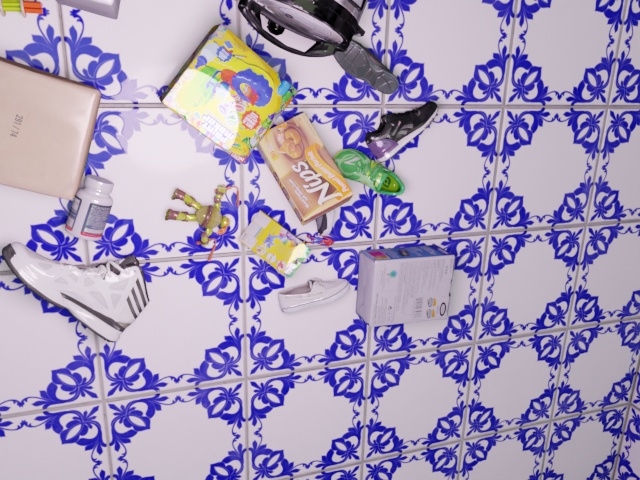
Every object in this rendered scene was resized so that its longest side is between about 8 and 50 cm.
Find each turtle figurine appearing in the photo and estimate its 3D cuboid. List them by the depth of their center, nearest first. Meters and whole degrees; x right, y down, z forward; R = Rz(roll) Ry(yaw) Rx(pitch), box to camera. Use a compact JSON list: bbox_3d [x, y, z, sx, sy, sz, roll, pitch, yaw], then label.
[{"bbox_3d":[-0.385,-0.070,1.759,0.218,0.087,0.269,19,100,-24],"label":"turtle figurine"}]

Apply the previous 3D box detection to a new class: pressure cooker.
[{"bbox_3d":[-0.028,-0.738,1.520,0.370,0.375,0.420,25,99,10],"label":"pressure cooker"}]

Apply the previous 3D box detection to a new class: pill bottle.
[{"bbox_3d":[-0.687,-0.100,1.631,0.108,0.108,0.180,18,100,-24],"label":"pill bottle"}]

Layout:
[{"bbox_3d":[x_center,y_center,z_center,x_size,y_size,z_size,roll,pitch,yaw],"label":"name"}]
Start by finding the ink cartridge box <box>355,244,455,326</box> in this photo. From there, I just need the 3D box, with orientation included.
[{"bbox_3d":[0.347,0.166,2.062,0.396,0.151,0.269,-3,109,-17],"label":"ink cartridge box"}]

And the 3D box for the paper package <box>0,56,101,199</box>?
[{"bbox_3d":[-0.794,-0.310,1.492,0.310,0.168,0.324,14,101,-23],"label":"paper package"}]

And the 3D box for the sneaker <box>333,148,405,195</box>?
[{"bbox_3d":[0.175,-0.235,1.884,0.296,0.123,0.109,18,99,-24],"label":"sneaker"}]

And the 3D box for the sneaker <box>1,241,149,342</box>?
[{"bbox_3d":[-0.719,0.096,1.677,0.257,0.169,0.447,-48,124,-9],"label":"sneaker"}]

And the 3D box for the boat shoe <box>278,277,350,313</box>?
[{"bbox_3d":[-0.025,0.180,1.971,0.268,0.096,0.088,-15,116,-6],"label":"boat shoe"}]

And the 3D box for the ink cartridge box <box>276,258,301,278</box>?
[{"bbox_3d":[-0.108,0.061,1.900,0.052,0.088,0.122,40,91,-29],"label":"ink cartridge box"}]

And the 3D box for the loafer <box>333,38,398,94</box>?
[{"bbox_3d":[0.144,-0.584,1.797,0.268,0.084,0.096,32,126,-22],"label":"loafer"}]

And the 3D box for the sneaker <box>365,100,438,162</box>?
[{"bbox_3d":[0.279,-0.406,1.880,0.283,0.107,0.124,-42,110,-2],"label":"sneaker"}]

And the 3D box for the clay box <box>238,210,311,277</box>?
[{"bbox_3d":[-0.150,0.014,1.831,0.222,0.053,0.127,37,93,6],"label":"clay box"}]

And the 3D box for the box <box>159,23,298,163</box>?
[{"bbox_3d":[-0.278,-0.436,1.629,0.290,0.177,0.279,36,94,-26],"label":"box"}]

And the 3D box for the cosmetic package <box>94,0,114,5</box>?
[{"bbox_3d":[-0.554,-0.679,1.296,0.162,0.453,0.229,9,103,-22],"label":"cosmetic package"}]

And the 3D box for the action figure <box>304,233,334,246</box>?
[{"bbox_3d":[0.000,0.000,1.952,0.115,0.030,0.038,9,110,-27],"label":"action figure"}]

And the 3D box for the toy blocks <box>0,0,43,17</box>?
[{"bbox_3d":[-0.776,-0.660,1.446,0.148,0.054,0.123,-7,109,-18],"label":"toy blocks"}]

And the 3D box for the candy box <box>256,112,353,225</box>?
[{"bbox_3d":[-0.055,-0.229,1.744,0.183,0.087,0.316,-29,85,-11],"label":"candy box"}]

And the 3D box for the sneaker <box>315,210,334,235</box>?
[{"bbox_3d":[-0.039,-0.143,1.856,0.153,0.101,0.268,-6,103,-17],"label":"sneaker"}]
